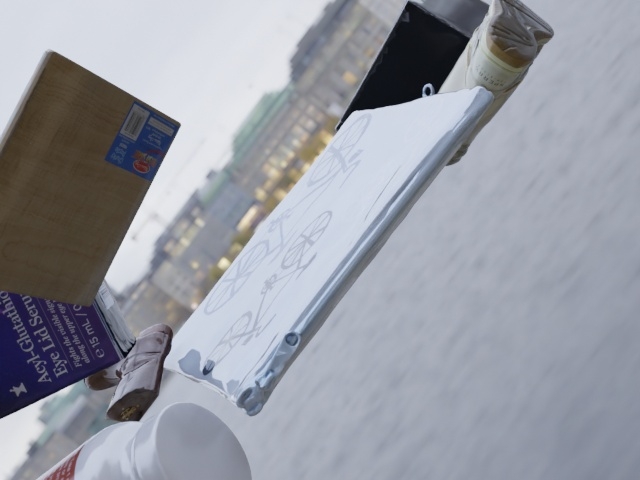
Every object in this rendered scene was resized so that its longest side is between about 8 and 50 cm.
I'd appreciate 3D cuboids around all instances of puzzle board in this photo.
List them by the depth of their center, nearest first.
[{"bbox_3d":[-0.107,-0.022,0.556,0.096,0.011,0.128,-64,-17,1],"label":"puzzle board"}]

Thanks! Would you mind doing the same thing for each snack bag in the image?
[{"bbox_3d":[0.000,0.000,1.123,0.323,0.037,0.342,-51,14,-11],"label":"snack bag"}]

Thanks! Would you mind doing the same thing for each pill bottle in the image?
[{"bbox_3d":[-0.155,0.210,0.971,0.216,0.121,0.121,-38,9,29],"label":"pill bottle"}]

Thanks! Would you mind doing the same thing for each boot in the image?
[{"bbox_3d":[-0.177,0.131,1.160,0.106,0.037,0.114,-36,24,21],"label":"boot"},{"bbox_3d":[0.173,-0.173,1.433,0.165,0.077,0.213,-55,0,29],"label":"boot"}]

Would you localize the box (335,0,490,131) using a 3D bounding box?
[{"bbox_3d":[0.134,-0.215,1.670,0.184,0.103,0.261,-63,-8,22],"label":"box"}]

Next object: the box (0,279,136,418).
[{"bbox_3d":[-0.275,0.066,1.058,0.207,0.153,0.108,-27,5,-1],"label":"box"}]
